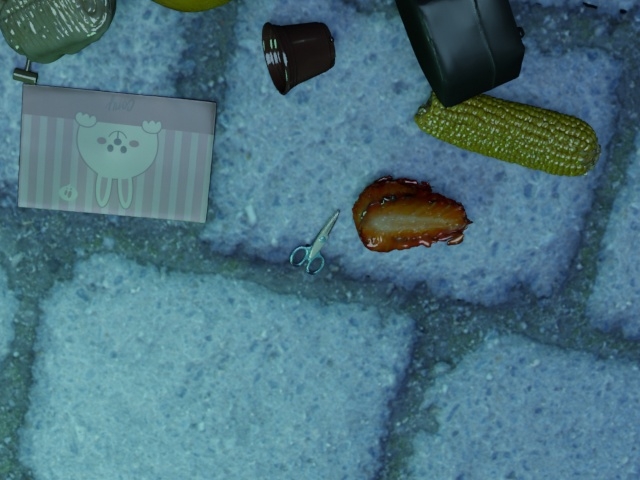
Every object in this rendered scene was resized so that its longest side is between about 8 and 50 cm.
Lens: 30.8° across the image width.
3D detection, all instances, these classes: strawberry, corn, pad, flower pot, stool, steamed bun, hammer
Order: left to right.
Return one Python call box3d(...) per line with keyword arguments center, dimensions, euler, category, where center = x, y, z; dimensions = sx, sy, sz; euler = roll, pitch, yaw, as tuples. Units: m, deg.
box3d(center=(-0.438, -0.292, 1.757), dimensions=(0.036, 0.019, 0.110), euler=(13, 104, -7), category="hammer")
box3d(center=(-0.380, -0.374, 1.675), dimensions=(0.218, 0.144, 0.211), euler=(-20, 101, 34), category="steamed bun")
box3d(center=(-0.320, -0.134, 1.819), dimensions=(0.300, 0.005, 0.202), euler=(6, 107, -5), category="pad")
box3d(center=(-0.029, -0.283, 1.749), dimensions=(0.089, 0.111, 0.111), euler=(-17, 108, -14), category="flower pot")
box3d(center=(0.140, -0.041, 1.845), dimensions=(0.188, 0.082, 0.121), euler=(5, 127, -14), category="strawberry")
box3d(center=(0.199, -0.319, 1.686), dimensions=(0.141, 0.232, 0.232), euler=(-23, 107, 1), category="stool")
box3d(center=(0.290, -0.172, 1.800), dimensions=(0.293, 0.106, 0.106), euler=(16, 105, -4), category="corn")

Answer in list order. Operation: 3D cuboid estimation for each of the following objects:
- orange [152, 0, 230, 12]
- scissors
box3d(center=(-0.182, -0.426, 1.616), dimensions=(0.236, 0.236, 0.236), euler=(-1, 107, -3), category="orange")
box3d(center=(0.000, 0.000, 1.875), dimensions=(0.058, 0.014, 0.119), euler=(29, 106, -16), category="scissors")
